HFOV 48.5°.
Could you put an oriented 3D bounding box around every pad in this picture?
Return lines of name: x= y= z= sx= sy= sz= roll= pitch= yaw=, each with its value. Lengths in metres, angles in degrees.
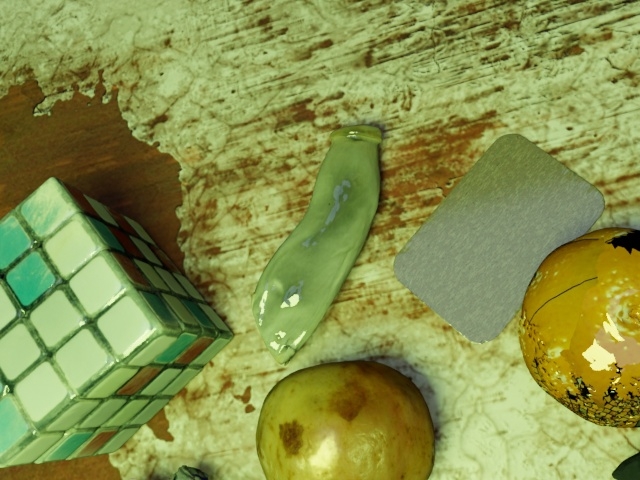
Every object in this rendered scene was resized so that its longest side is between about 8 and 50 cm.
pad: x=0.238 y=-0.006 z=0.962 sx=0.176 sy=0.002 sz=0.266 roll=41 pitch=89 yaw=19

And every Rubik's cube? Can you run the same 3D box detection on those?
Rubik's cube: x=-0.315 y=0.112 z=0.938 sx=0.259 sy=0.253 sz=0.256 roll=-43 pitch=72 yaw=2

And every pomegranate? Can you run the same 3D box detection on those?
pomegranate: x=0.029 y=0.249 z=0.845 sx=0.215 sy=0.215 sz=0.215 roll=-3 pitch=77 yaw=13

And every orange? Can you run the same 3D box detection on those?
orange: x=0.347 y=0.098 z=0.822 sx=0.235 sy=0.182 sz=0.234 roll=-3 pitch=80 yaw=18

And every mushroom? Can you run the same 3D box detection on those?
mushroom: x=0.002 y=0.000 z=0.974 sx=0.109 sy=0.097 sz=0.351 roll=23 pitch=80 yaw=15

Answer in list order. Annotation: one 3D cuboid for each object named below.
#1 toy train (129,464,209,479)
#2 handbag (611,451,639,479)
toy train: x=-0.202 y=0.416 z=0.874 sx=0.177 sy=0.134 sz=0.260 roll=17 pitch=81 yaw=52
handbag: x=0.486 y=0.262 z=0.785 sx=0.254 sy=0.089 sz=0.211 roll=-39 pitch=91 yaw=3
